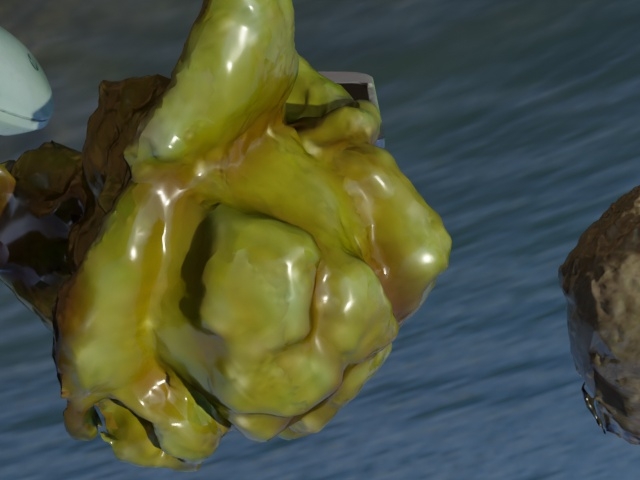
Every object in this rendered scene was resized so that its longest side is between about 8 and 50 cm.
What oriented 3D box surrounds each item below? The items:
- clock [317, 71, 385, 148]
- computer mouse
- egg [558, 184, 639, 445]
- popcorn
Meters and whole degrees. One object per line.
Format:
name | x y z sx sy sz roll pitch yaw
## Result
clock | 0.000 0.000 1.323 0.166 0.310 0.235 -1 -156 -1
computer mouse | -0.447 -0.236 1.571 0.097 0.159 0.288 -34 141 19
egg | 0.375 0.087 1.242 0.279 0.279 0.310 -24 127 19
popcorn | -0.055 -0.016 0.863 0.290 0.326 0.321 35 126 -26
